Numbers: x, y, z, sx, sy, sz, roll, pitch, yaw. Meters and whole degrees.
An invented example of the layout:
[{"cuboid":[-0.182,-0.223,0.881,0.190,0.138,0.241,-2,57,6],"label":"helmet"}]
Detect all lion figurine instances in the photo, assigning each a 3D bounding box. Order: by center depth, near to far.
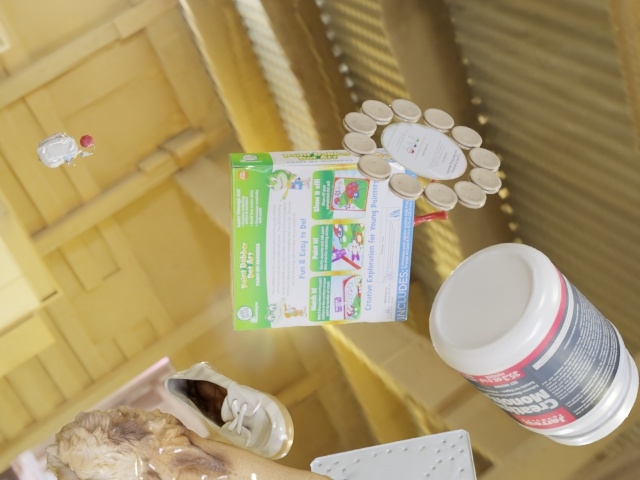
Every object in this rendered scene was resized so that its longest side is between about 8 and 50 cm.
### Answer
[{"cuboid":[-0.081,0.265,1.166,0.240,0.392,0.142,104,-7,-63],"label":"lion figurine"}]

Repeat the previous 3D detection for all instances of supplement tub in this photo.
[{"cuboid":[0.293,0.145,1.533,0.272,0.191,0.191,40,-5,-35],"label":"supplement tub"}]

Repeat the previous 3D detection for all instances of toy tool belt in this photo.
[{"cuboid":[-0.378,-0.135,1.675,0.051,0.083,0.052,174,-105,-75],"label":"toy tool belt"}]

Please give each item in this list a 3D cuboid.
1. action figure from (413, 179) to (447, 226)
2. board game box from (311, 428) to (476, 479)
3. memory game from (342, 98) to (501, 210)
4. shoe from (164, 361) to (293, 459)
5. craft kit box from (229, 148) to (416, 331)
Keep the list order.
[{"cuboid":[0.086,-0.039,1.980,0.139,0.280,0.091,126,-54,-81],"label":"action figure"},{"cuboid":[0.176,0.636,2.603,0.390,0.390,0.050,-93,167,-48],"label":"board game box"},{"cuboid":[0.110,-0.095,1.220,0.186,0.186,0.012,47,-46,29],"label":"memory game"},{"cuboid":[-0.111,0.202,1.342,0.219,0.058,0.076,22,-78,50],"label":"shoe"},{"cuboid":[0.000,0.000,1.533,0.061,0.247,0.249,-114,-156,-61],"label":"craft kit box"}]
